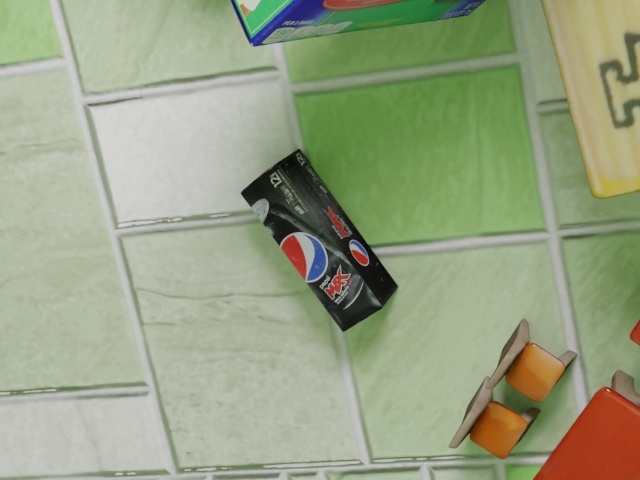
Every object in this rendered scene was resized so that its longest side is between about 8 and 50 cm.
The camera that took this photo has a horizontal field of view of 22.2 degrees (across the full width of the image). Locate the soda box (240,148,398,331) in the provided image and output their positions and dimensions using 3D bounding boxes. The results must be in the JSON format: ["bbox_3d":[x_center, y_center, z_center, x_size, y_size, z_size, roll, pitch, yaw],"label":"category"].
[{"bbox_3d":[0.000,0.000,1.562,0.053,0.060,0.169,-34,95,27],"label":"soda box"}]

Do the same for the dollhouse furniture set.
[{"bbox_3d":[0.279,0.168,1.482,0.262,0.135,0.259,32,116,6],"label":"dollhouse furniture set"}]

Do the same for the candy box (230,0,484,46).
[{"bbox_3d":[0.106,-0.286,1.250,0.317,0.268,0.122,-37,74,45],"label":"candy box"}]

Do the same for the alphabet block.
[{"bbox_3d":[0.302,-0.166,1.324,0.193,0.192,0.197,-11,106,25],"label":"alphabet block"}]
